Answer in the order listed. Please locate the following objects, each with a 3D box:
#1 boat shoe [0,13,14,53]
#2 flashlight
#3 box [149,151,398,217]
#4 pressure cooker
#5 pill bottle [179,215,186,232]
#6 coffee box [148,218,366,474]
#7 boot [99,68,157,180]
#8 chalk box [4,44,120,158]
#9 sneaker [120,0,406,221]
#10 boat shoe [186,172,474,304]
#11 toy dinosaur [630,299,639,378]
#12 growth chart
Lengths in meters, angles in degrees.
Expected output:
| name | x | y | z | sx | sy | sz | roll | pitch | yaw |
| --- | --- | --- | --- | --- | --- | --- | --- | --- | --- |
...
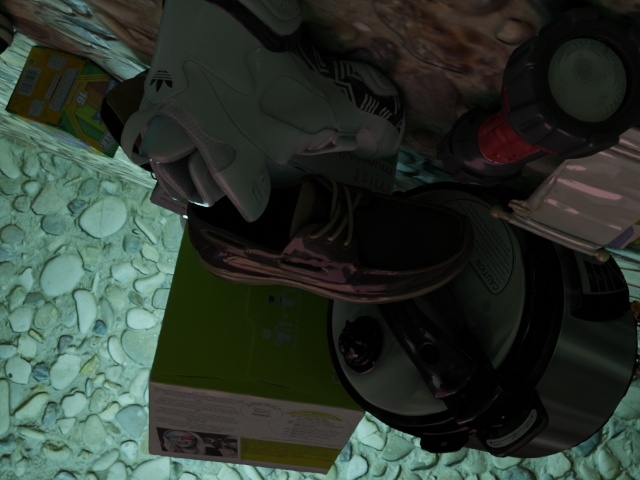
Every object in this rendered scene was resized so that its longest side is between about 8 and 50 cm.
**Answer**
| name | x | y | z | sx | sy | sz | roll | pitch | yaw |
| --- | --- | --- | --- | --- | --- | --- | --- | --- | --- |
| boat shoe | -0.627 | -0.319 | 1.214 | 0.186 | 0.156 | 0.500 | 26 | 171 | -24 |
| flashlight | 0.173 | -0.103 | 0.647 | 0.103 | 0.103 | 0.304 | 48 | 173 | -2 |
| box | -0.066 | -0.094 | 1.004 | 0.262 | 0.127 | 0.231 | 23 | 147 | -18 |
| pressure cooker | 0.217 | 0.120 | 1.062 | 0.370 | 0.376 | 0.420 | 3 | 164 | 46 |
| pill bottle | -0.102 | -0.025 | 1.619 | 0.407 | 0.229 | 0.229 | 18 | 173 | 29 |
| coffee box | -0.106 | 0.188 | 1.310 | 0.338 | 0.338 | 0.334 | 10 | 144 | -6 |
| boot | -0.221 | -0.112 | 1.125 | 0.305 | 0.115 | 0.112 | 53 | 135 | -4 |
| chalk box | -0.432 | -0.239 | 1.336 | 0.132 | 0.132 | 0.213 | 19 | 174 | 23 |
| sneaker | -0.049 | -0.114 | 0.762 | 0.137 | 0.210 | 0.366 | 17 | 172 | 38 |
| boat shoe | 0.001 | -0.005 | 0.874 | 0.355 | 0.132 | 0.130 | -1 | 155 | 14 |
| toy dinosaur | 0.633 | 0.153 | 1.296 | 0.322 | 0.164 | 0.218 | 39 | 160 | 5 |
| growth chart | 0.303 | -0.041 | 0.759 | 0.172 | 0.021 | 0.237 | 24 | 153 | -5 |
